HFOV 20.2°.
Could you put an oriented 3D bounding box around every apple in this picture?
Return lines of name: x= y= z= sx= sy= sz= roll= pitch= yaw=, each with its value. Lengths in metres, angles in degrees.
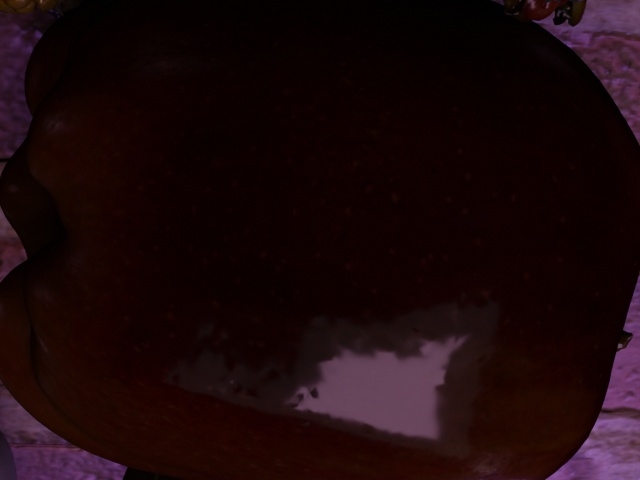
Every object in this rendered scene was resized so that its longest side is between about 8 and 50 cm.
apple: x=0.000 y=0.000 z=0.893 sx=0.316 sy=0.288 sz=0.288 roll=10 pitch=136 yaw=-12

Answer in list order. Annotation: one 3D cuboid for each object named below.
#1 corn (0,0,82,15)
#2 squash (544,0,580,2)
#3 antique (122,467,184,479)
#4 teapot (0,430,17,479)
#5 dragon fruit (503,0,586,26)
corn: x=-0.165 y=-0.185 z=0.790 sx=0.080 sy=0.080 sz=0.238 roll=-21 pitch=138 yaw=11
squash: x=0.019 y=-0.190 z=0.648 sx=0.210 sy=0.309 sz=0.233 roll=-24 pitch=138 yaw=15
antique: x=-0.051 y=0.134 z=1.175 sx=0.080 sy=0.081 sz=0.221 roll=25 pitch=128 yaw=-33
teapot: x=-0.243 y=0.191 z=1.146 sx=0.318 sy=0.149 sz=0.220 roll=5 pitch=138 yaw=-16
dragon fruit: x=0.085 y=-0.162 z=0.846 sx=0.068 sy=0.126 sz=0.112 roll=-47 pitch=172 yaw=23
